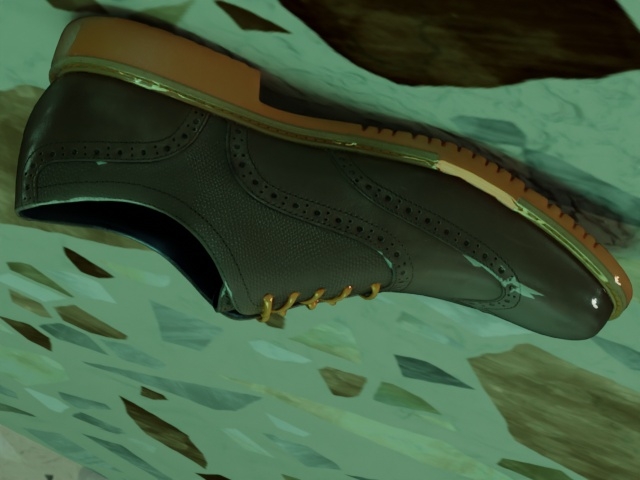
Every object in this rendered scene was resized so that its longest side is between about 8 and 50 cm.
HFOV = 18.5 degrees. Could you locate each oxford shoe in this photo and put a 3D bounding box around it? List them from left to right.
[{"bbox_3d":[0.000,0.000,1.134,0.364,0.132,0.130,21,161,-2],"label":"oxford shoe"}]
